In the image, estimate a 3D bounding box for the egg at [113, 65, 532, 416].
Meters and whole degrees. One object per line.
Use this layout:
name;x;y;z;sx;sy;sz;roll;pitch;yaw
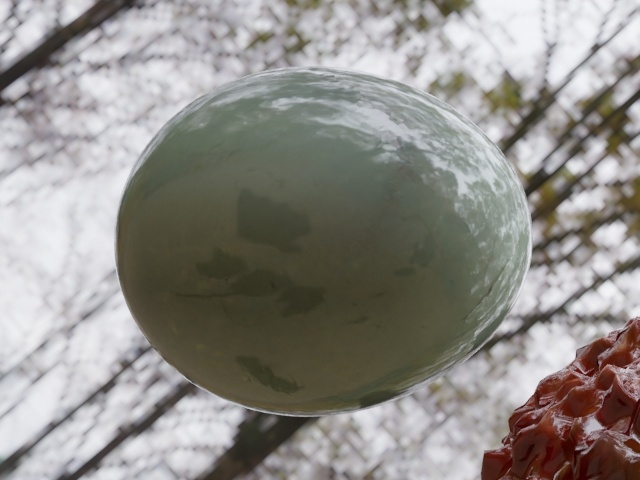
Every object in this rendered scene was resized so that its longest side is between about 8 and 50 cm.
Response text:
egg;0.000;0.000;1.011;0.264;0.183;0.183;-3;-55;55

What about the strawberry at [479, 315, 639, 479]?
strawberry;0.133;0.069;0.495;0.188;0.106;0.286;25;-47;-22
